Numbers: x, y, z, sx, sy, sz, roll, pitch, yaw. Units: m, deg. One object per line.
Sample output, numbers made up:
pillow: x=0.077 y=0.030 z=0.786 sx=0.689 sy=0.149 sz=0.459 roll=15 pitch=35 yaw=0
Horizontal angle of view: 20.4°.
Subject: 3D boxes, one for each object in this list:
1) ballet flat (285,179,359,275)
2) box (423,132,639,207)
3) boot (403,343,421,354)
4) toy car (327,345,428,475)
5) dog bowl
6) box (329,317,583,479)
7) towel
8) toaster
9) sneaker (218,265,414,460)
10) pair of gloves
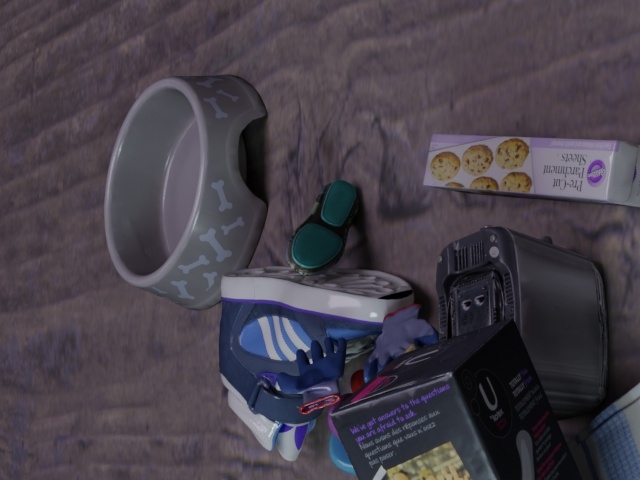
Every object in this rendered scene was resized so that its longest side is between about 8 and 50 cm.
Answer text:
ballet flat: x=0.000 y=0.000 z=2.207 sx=0.070 sy=0.070 sz=0.188 roll=-47 pitch=6 yaw=41
box: x=0.230 y=-0.078 z=1.920 sx=0.324 sy=0.063 sz=0.067 roll=9 pitch=91 yaw=58
boot: x=0.124 y=0.231 z=1.862 sx=0.077 sy=0.165 sz=0.213 roll=-23 pitch=44 yaw=66
toy car: x=0.075 y=0.202 z=2.017 sx=0.182 sy=0.136 sz=0.159 roll=-59 pitch=38 yaw=30
dog bowl: x=-0.201 y=-0.078 z=2.563 sx=0.349 sy=0.102 sz=0.348 roll=-22 pitch=63 yaw=54
box: x=0.149 y=0.236 z=1.679 sx=0.143 sy=0.165 sz=0.270 roll=-21 pitch=95 yaw=30
towel: x=0.299 y=0.271 z=1.747 sx=0.285 sy=0.034 sz=0.209 roll=-49 pitch=46 yaw=42
toaster: x=0.209 y=0.100 z=1.827 sx=0.129 sy=0.146 sz=0.227 roll=-26 pitch=60 yaw=53
sneaker: x=-0.002 y=0.159 z=2.192 sx=0.323 sy=0.130 sz=0.236 roll=5 pitch=102 yaw=47
pair of gloves: x=0.042 y=0.135 z=1.980 sx=0.198 sy=0.023 sz=0.159 roll=-22 pitch=21 yaw=9
